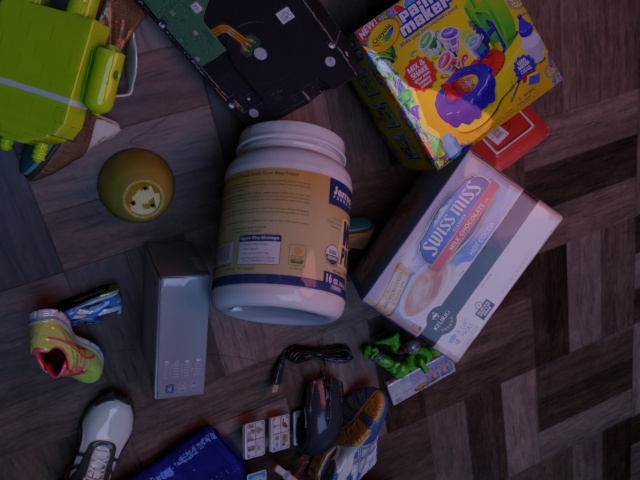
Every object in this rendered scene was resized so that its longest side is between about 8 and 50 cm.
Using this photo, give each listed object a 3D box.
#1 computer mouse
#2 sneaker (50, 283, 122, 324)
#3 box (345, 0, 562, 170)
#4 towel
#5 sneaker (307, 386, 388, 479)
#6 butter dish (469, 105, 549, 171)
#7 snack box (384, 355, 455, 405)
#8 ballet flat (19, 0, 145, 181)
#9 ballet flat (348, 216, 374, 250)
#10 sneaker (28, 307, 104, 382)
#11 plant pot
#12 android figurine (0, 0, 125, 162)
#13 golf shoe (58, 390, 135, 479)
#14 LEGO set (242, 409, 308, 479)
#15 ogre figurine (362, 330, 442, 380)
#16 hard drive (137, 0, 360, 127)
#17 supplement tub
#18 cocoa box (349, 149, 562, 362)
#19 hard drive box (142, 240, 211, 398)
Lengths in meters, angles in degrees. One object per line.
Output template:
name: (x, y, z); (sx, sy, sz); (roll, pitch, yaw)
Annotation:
computer mouse: (-0.023, 0.353, 1.404); (0.184, 0.060, 0.261); (11, 94, -25)
sneaker: (-0.430, 0.131, 1.173); (0.144, 0.053, 0.059); (-19, 118, -15)
box: (0.222, -0.322, 1.178); (0.290, 0.177, 0.279); (-37, 103, -7)
towel: (-0.306, 0.545, 1.374); (0.308, 0.076, 0.227); (-34, 115, -10)
sneaker: (0.084, 0.467, 1.502); (0.131, 0.112, 0.296); (19, 108, -39)
butter dish: (0.362, -0.222, 1.350); (0.160, 0.118, 0.160); (-37, 77, -7)
snack box: (0.241, 0.327, 1.550); (0.178, 0.022, 0.064); (-26, 116, -12)
ballet flat: (-0.370, -0.242, 1.042); (0.124, 0.116, 0.342); (15, 99, -47)
ballet flat: (0.000, 0.000, 1.297); (0.232, 0.080, 0.073); (-3, 126, -21)
sneaker: (-0.455, 0.211, 1.141); (0.082, 0.094, 0.208); (-16, 139, 6)
plant pot: (-0.313, -0.085, 1.117); (0.134, 0.095, 0.134); (-8, 111, -21)
android figurine: (-0.410, -0.255, 0.952); (0.248, 0.056, 0.272); (17, 95, 15)
golf shoe: (-0.429, 0.429, 1.249); (0.105, 0.120, 0.272); (19, 99, -26)
LEGO set: (-0.100, 0.505, 1.432); (0.183, 0.060, 0.244); (-3, 92, -39)
ogre figurine: (0.202, 0.241, 1.462); (0.197, 0.097, 0.118); (-36, 108, -20)
hard drive: (-0.123, -0.357, 1.045); (0.237, 0.064, 0.339); (-23, 126, 30)
supplement tub: (-0.062, -0.024, 1.115); (0.228, 0.228, 0.316); (12, 73, -26)
cocoa box: (0.251, 0.015, 1.284); (0.228, 0.231, 0.347); (34, 96, -9)
hard drive box: (-0.267, 0.139, 1.172); (0.089, 0.181, 0.232); (-2, 110, -23)
